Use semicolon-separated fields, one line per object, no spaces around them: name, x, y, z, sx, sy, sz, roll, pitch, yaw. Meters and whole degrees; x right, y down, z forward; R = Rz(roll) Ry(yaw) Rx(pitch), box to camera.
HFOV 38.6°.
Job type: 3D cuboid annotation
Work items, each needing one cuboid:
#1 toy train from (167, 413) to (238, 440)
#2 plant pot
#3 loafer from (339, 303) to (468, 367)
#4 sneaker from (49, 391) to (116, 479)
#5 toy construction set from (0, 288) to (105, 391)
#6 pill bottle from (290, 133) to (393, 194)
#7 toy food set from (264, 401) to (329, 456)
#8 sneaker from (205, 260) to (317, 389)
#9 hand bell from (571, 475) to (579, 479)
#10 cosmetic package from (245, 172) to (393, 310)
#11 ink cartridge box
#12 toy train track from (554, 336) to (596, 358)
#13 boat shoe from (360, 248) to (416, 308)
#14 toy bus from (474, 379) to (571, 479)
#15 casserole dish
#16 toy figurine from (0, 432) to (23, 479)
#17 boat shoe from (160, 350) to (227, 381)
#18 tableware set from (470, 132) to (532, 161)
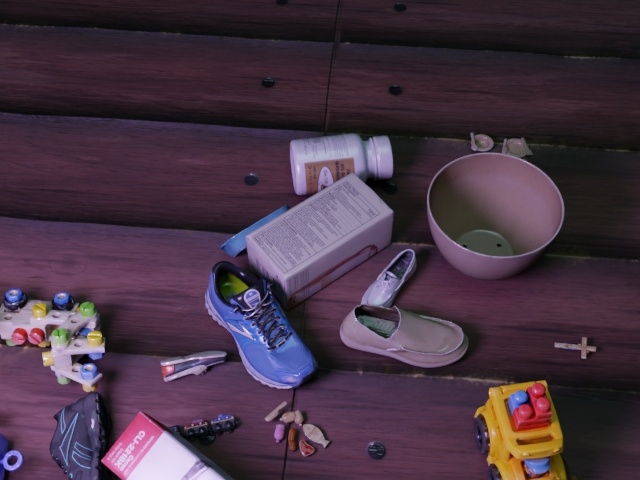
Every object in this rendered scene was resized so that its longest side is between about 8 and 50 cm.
toy train;-0.240;0.369;1.793;0.158;0.027;0.036;-10;43;-7
plant pot;0.364;-0.022;1.980;0.284;0.191;0.284;0;53;0
loafer;0.172;0.191;1.882;0.268;0.092;0.102;6;54;5
sneaker;-0.449;0.416;1.728;0.106;0.101;0.267;-16;46;0
toy construction set;-0.580;0.186;1.837;0.327;0.151;0.215;15;33;-6
pill bottle;0.049;-0.182;2.137;0.229;0.131;0.131;-7;54;-5
toy food set;-0.049;0.378;1.791;0.078;0.019;0.122;-37;69;-24
sneaker;-0.131;0.168;1.867;0.130;0.147;0.330;-35;61;-23
hand bell;0.493;0.529;1.640;0.126;0.126;0.242;-4;42;-3
cosmetic package;0.000;0.000;2.003;0.296;0.129;0.153;-31;58;-20
ink cartridge box;-0.224;0.443;1.620;0.273;0.197;0.114;32;77;22
toy train track;0.531;0.224;1.907;0.083;0.014;0.048;6;60;11
boat shoe;0.151;0.090;1.975;0.066;0.063;0.184;36;61;23
toy bus;0.385;0.364;1.681;0.149;0.211;0.220;-6;55;-6
casserole dish;-0.138;-0.017;2.035;0.188;0.114;0.037;-33;87;-22
toy figurine;-0.657;0.424;1.661;0.217;0.191;0.362;-1;54;-7
boat shoe;-0.257;0.255;1.868;0.137;0.049;0.043;-10;96;-10
tableware set;0.432;-0.202;2.220;0.168;0.020;0.141;2;53;2
